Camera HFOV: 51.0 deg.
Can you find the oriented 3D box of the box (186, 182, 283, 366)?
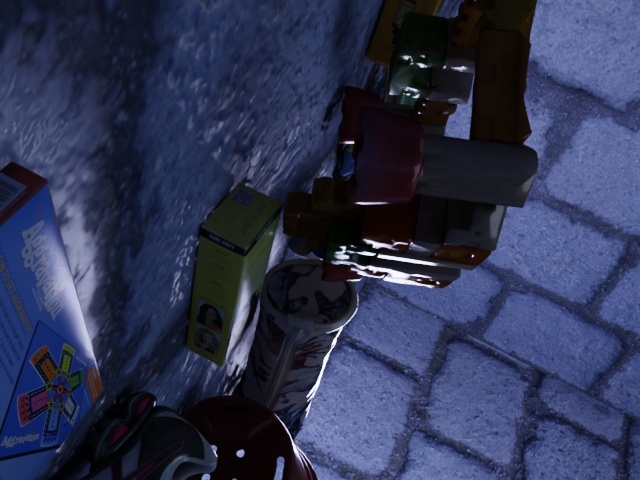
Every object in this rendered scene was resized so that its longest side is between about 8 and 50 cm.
[{"bbox_3d":[-0.105,0.047,0.786,0.087,0.058,0.232,-57,169,-41],"label":"box"}]

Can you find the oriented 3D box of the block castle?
[{"bbox_3d":[0.077,-0.119,0.784,0.453,0.213,0.302,105,-8,-76],"label":"block castle"}]

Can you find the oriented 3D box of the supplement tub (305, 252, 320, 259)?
[{"bbox_3d":[0.000,0.000,1.238,0.071,0.071,0.107,-64,172,5],"label":"supplement tub"}]

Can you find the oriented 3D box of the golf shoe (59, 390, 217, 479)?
[{"bbox_3d":[-0.211,0.274,0.643,0.273,0.120,0.105,-55,170,-38],"label":"golf shoe"}]

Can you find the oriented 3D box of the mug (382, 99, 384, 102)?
[{"bbox_3d":[0.177,-0.260,1.419,0.157,0.097,0.129,-57,170,-40],"label":"mug"}]

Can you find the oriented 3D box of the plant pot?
[{"bbox_3d":[-0.135,0.380,1.032,0.272,0.273,0.265,-58,162,-29],"label":"plant pot"}]

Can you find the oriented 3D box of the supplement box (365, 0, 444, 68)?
[{"bbox_3d":[0.144,-0.363,0.972,0.080,0.078,0.233,-57,171,-52],"label":"supplement box"}]

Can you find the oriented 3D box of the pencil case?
[{"bbox_3d":[-0.059,0.206,1.200,0.183,0.160,0.410,-82,-172,-45],"label":"pencil case"}]

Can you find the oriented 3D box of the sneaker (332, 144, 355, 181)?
[{"bbox_3d":[0.062,-0.152,1.224,0.078,0.067,0.188,-43,-177,28],"label":"sneaker"}]

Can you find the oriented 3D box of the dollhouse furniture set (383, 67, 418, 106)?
[{"bbox_3d":[0.196,-0.214,1.210,0.197,0.151,0.301,-49,145,-62],"label":"dollhouse furniture set"}]

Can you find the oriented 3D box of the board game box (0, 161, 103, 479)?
[{"bbox_3d":[-0.204,0.091,0.420,0.145,0.027,0.281,-55,169,-35],"label":"board game box"}]
